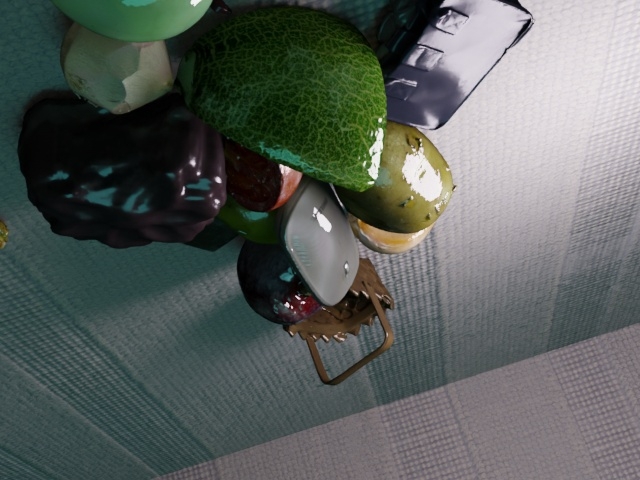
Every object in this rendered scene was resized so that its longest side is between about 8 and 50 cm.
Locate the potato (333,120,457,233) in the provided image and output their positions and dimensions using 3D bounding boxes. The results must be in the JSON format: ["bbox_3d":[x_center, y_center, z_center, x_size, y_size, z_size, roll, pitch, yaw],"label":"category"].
[{"bbox_3d":[0.148,-0.143,1.959,0.269,0.219,0.359,16,169,20],"label":"potato"}]

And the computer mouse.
[{"bbox_3d":[0.006,0.001,1.991,0.095,0.197,0.331,9,144,36],"label":"computer mouse"}]

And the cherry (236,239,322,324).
[{"bbox_3d":[-0.073,0.072,2.192,0.255,0.296,0.218,-47,133,0],"label":"cherry"}]

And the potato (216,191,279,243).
[{"bbox_3d":[-0.127,-0.077,2.025,0.253,0.149,0.186,14,159,-34],"label":"potato"}]

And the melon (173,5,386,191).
[{"bbox_3d":[-0.070,-0.255,1.628,0.343,0.331,0.226,3,176,-40],"label":"melon"}]

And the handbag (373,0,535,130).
[{"bbox_3d":[0.211,-0.368,1.749,0.269,0.118,0.326,7,135,-40],"label":"handbag"}]

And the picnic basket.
[{"bbox_3d":[0.051,0.198,2.450,0.254,0.321,0.291,-39,147,27],"label":"picnic basket"}]

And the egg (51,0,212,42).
[{"bbox_3d":[-0.279,-0.399,1.316,0.269,0.220,0.220,3,145,-32],"label":"egg"}]

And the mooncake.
[{"bbox_3d":[-0.359,-0.121,1.741,0.381,0.212,0.350,-11,158,11],"label":"mooncake"}]

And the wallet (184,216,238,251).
[{"bbox_3d":[-0.315,-0.051,2.085,0.169,0.044,0.317,-36,146,32],"label":"wallet"}]

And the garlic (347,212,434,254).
[{"bbox_3d":[0.195,-0.054,2.303,0.244,0.145,0.164,-19,120,-2],"label":"garlic"}]

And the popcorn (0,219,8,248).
[{"bbox_3d":[-0.692,-0.003,1.922,0.084,0.084,0.084,-14,151,-8],"label":"popcorn"}]

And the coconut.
[{"bbox_3d":[-0.328,-0.289,1.507,0.171,0.183,0.171,-58,172,-13],"label":"coconut"}]

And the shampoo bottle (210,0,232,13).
[{"bbox_3d":[-0.101,-0.456,1.481,0.068,0.067,0.236,23,133,-37],"label":"shampoo bottle"}]

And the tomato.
[{"bbox_3d":[-0.112,-0.178,1.840,0.139,0.200,0.233,-36,158,-31],"label":"tomato"}]
